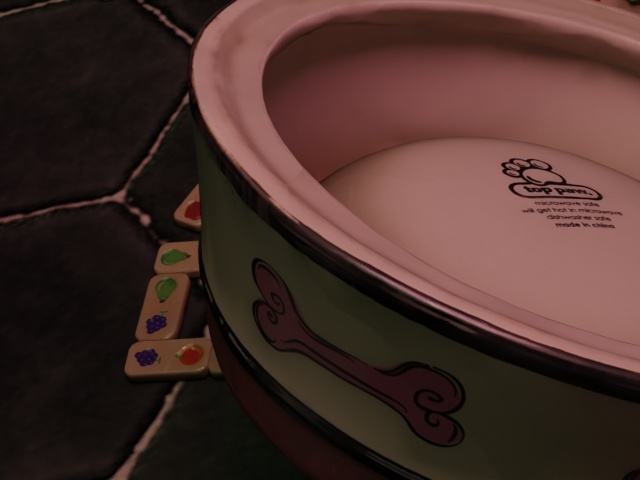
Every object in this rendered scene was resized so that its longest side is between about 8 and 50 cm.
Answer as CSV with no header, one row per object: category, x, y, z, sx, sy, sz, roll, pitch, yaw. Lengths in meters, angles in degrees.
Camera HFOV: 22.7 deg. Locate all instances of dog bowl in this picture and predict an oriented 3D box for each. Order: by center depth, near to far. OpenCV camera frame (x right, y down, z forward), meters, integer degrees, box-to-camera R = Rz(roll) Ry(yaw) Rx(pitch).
dog bowl,0.119,0.011,0.826,0.408,0.150,0.408,11,31,-7

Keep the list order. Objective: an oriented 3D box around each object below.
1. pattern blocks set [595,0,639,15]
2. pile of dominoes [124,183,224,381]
pattern blocks set,0.176,-0.214,0.975,0.285,0.324,0.026,-22,9,33
pile of dominoes,0.000,0.000,1.060,0.251,0.040,0.196,-4,48,15
